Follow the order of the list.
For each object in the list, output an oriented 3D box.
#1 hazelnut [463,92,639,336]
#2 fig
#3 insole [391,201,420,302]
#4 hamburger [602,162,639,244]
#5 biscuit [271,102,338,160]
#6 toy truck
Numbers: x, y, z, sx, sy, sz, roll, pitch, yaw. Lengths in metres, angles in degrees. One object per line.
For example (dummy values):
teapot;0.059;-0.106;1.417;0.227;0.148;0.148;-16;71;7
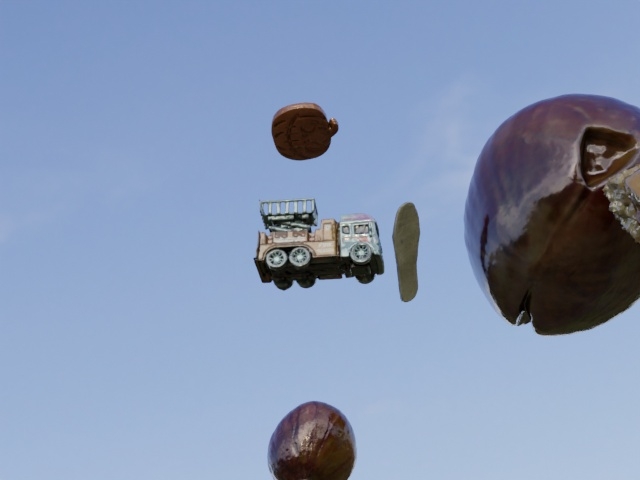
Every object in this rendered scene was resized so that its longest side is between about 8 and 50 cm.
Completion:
hazelnut;0.428;-0.055;2.306;0.402;0.402;0.429;0;-46;-23
fig;-0.024;0.368;2.171;0.148;0.202;0.149;33;-35;5
insole;0.155;0.022;2.346;0.063;0.010;0.192;-22;-61;-34
hamburger;0.643;-0.010;1.850;0.287;0.445;0.268;-48;-5;1
biscuit;-0.017;-0.125;1.515;0.078;0.015;0.091;-10;-37;7
toy truck;0.000;0.001;1.846;0.178;0.115;0.080;-2;-28;6
